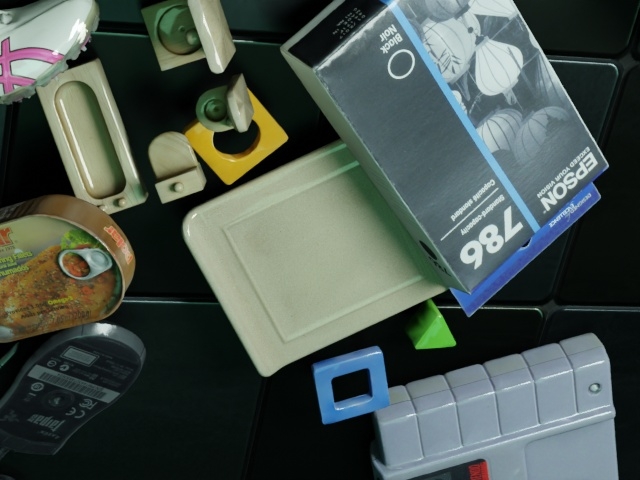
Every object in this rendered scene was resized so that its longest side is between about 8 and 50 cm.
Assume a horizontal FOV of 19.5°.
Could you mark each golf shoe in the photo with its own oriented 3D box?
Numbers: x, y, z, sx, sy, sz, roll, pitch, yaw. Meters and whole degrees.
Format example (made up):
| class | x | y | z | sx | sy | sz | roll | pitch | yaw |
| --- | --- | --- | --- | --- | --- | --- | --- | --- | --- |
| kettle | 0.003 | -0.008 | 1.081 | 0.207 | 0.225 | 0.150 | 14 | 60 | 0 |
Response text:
| class | x | y | z | sx | sy | sz | roll | pitch | yaw |
| --- | --- | --- | --- | --- | --- | --- | --- | --- | --- |
| golf shoe | -0.251 | -0.138 | 1.360 | 0.186 | 0.067 | 0.086 | -29 | 125 | 5 |

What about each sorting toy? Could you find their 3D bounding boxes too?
| class | x | y | z | sx | sy | sz | roll | pitch | yaw |
| --- | --- | --- | --- | --- | --- | --- | --- | --- | --- |
| sorting toy | 0.000 | 0.000 | 1.542 | 0.196 | 0.047 | 0.347 | -27 | 125 | -1 |

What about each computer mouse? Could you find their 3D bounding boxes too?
| class | x | y | z | sx | sy | sz | roll | pitch | yaw |
| --- | --- | --- | --- | --- | --- | --- | --- | --- | --- |
| computer mouse | -0.276 | 0.125 | 1.545 | 0.184 | 0.060 | 0.262 | 19 | 128 | -31 |

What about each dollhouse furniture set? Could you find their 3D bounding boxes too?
| class | x | y | z | sx | sy | sz | roll | pitch | yaw |
| --- | --- | --- | --- | --- | --- | --- | --- | --- | --- |
| dollhouse furniture set | -0.132 | -0.094 | 1.364 | 0.151 | 0.123 | 0.144 | -18 | 101 | 5 |

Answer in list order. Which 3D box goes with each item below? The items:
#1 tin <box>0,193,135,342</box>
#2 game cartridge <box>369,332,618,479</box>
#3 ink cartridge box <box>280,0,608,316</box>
| class | x | y | z | sx | sy | sz | roll | pitch | yaw |
| --- | --- | --- | --- | --- | --- | --- | --- | --- | --- |
| tin | -0.230 | 0.021 | 1.446 | 0.190 | 0.040 | 0.106 | -13 | 126 | 30 |
| game cartridge | 0.173 | 0.263 | 1.771 | 0.230 | 0.068 | 0.355 | -18 | 127 | -9 |
| ink cartridge box | 0.119 | -0.082 | 1.485 | 0.165 | 0.065 | 0.332 | -43 | 128 | -7 |
